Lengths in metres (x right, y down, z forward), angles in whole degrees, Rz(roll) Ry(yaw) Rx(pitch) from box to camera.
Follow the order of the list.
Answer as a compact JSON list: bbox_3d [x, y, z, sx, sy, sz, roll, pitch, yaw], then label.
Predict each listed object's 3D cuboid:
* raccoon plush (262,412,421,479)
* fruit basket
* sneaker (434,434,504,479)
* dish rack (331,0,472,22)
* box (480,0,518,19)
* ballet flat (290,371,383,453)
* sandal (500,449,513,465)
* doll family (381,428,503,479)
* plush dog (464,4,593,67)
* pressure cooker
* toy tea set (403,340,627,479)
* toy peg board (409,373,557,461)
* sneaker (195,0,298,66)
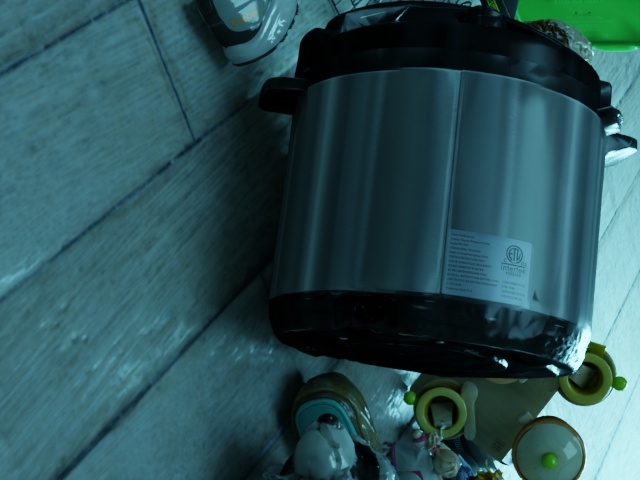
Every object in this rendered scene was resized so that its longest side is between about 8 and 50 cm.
[{"bbox_3d":[-0.048,0.403,1.263,0.299,0.216,0.447,-8,122,-62],"label":"raccoon plush"},{"bbox_3d":[0.530,-0.487,2.057,0.283,0.392,0.392,57,42,-36],"label":"fruit basket"},{"bbox_3d":[0.243,0.416,1.721,0.140,0.125,0.341,-53,131,-52],"label":"sneaker"},{"bbox_3d":[0.095,-0.324,1.522,0.074,0.208,0.272,-53,130,-30],"label":"dish rack"},{"bbox_3d":[0.270,-0.462,1.860,0.184,0.045,0.191,53,43,-41],"label":"box"},{"bbox_3d":[0.050,0.311,1.470,0.124,0.116,0.343,-58,131,-67],"label":"ballet flat"},{"bbox_3d":[0.289,0.270,1.885,0.067,0.040,0.179,-18,101,-57],"label":"sandal"},{"bbox_3d":[0.166,0.351,1.570,0.118,0.163,0.263,-28,109,-55],"label":"doll family"},{"bbox_3d":[0.300,-0.266,1.802,0.262,0.225,0.211,17,72,-55],"label":"plush dog"},{"bbox_3d":[0.144,-0.067,1.361,0.369,0.375,0.421,20,73,-50],"label":"pressure cooker"},{"bbox_3d":[0.223,0.201,1.575,0.124,0.336,0.200,-19,124,-79],"label":"toy tea set"},{"bbox_3d":[0.239,0.195,1.684,0.161,0.161,0.079,-53,171,4],"label":"toy peg board"},{"bbox_3d":[-0.064,-0.331,1.368,0.108,0.100,0.272,45,50,-38],"label":"sneaker"}]
